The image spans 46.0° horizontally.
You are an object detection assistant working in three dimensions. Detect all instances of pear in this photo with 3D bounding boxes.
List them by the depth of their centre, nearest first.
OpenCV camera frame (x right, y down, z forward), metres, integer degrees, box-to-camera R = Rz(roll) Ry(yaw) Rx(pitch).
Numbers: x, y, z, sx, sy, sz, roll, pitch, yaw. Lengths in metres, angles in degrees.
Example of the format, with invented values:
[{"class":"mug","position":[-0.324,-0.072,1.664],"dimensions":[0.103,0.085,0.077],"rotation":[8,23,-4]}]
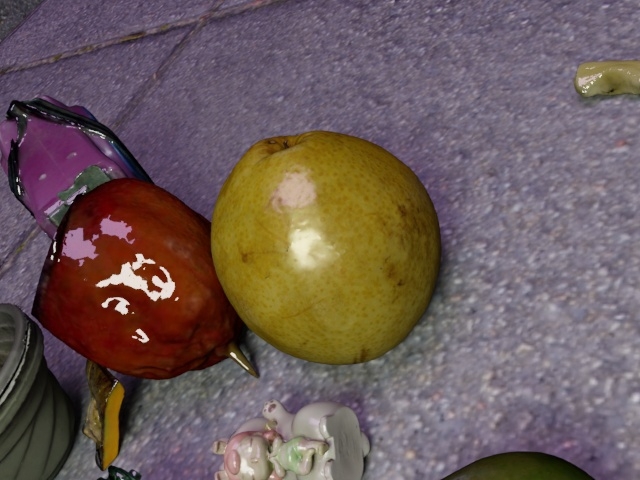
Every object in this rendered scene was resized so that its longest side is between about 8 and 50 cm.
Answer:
[{"class":"pear","position":[0.000,0.000,0.665],"dimensions":[0.208,0.209,0.209],"rotation":[-21,38,18]}]

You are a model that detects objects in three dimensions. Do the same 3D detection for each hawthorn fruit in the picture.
[{"class":"hawthorn fruit","position":[-0.159,0.051,0.736],"dimensions":[0.251,0.189,0.189],"rotation":[31,66,14]}]

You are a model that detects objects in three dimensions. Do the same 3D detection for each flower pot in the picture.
[{"class":"flower pot","position":[-0.348,0.191,0.770],"dimensions":[0.235,0.141,0.236],"rotation":[-22,36,17]}]

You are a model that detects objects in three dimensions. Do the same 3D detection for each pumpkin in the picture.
[{"class":"pumpkin","position":[-0.215,0.169,0.761],"dimensions":[0.073,0.035,0.101],"rotation":[33,117,55]}]

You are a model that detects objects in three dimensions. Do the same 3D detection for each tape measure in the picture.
[{"class":"tape measure","position":[-0.285,-0.055,0.909],"dimensions":[0.149,0.245,0.231],"rotation":[-40,52,-9]}]

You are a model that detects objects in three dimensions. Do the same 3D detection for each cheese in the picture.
[{"class":"cheese","position":[0.296,-0.160,0.755],"dimensions":[0.083,0.030,0.044],"rotation":[6,46,34]}]

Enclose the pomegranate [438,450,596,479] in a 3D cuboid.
[{"class":"pomegranate","position":[0.113,0.216,0.404],"dimensions":[0.152,0.131,0.191],"rotation":[-33,50,16]}]

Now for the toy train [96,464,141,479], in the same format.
[{"class":"toy train","position":[-0.116,0.233,0.574],"dimensions":[0.170,0.111,0.071],"rotation":[10,56,39]}]

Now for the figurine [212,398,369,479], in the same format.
[{"class":"figurine","position":[-0.045,0.162,0.601],"dimensions":[0.146,0.098,0.081],"rotation":[-11,55,27]}]
